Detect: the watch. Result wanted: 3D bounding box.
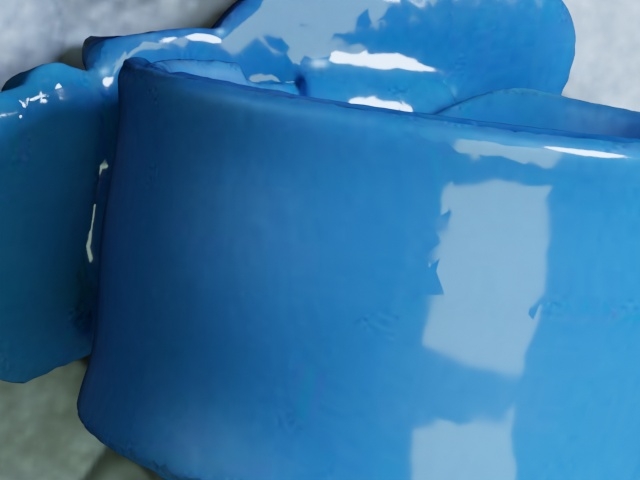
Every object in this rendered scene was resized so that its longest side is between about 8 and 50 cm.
[{"bbox_3d":[0.000,0.000,0.660,0.305,0.274,0.241,2,100,-23],"label":"watch"}]
